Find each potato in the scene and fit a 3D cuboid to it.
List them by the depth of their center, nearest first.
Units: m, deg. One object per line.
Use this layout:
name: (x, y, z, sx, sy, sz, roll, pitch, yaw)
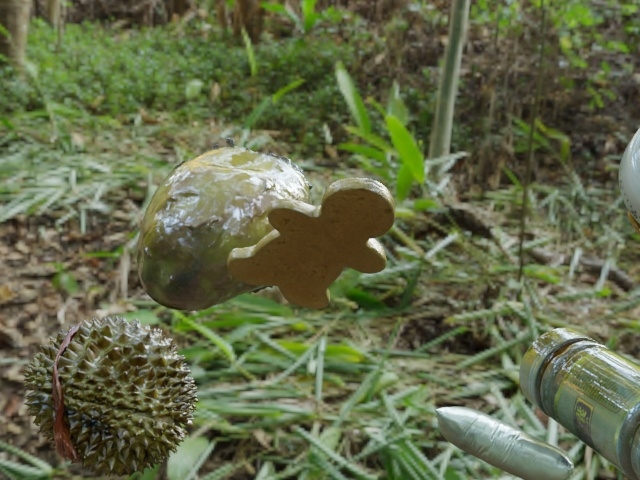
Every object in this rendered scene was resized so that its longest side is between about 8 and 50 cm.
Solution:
potato: (-0.171, -0.011, 1.493, 0.300, 0.289, 0.237, 24, 14, 1)

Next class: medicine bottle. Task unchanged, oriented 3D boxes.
medicine bottle: (0.460, 0.259, 1.415, 0.151, 0.151, 0.322, -2, 14, -18)

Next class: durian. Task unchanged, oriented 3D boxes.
durian: (-0.456, 0.333, 1.957, 0.384, 0.348, 0.347, 23, 14, -7)

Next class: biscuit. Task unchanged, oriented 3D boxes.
biscuit: (0.000, -0.001, 1.045, 0.158, 0.240, 0.035, 27, 46, -23)

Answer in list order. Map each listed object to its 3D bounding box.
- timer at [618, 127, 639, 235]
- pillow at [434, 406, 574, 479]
timer: (0.615, -0.112, 1.464, 0.233, 0.234, 0.240, 5, -18, 5)
pillow: (0.311, 0.351, 1.547, 0.254, 0.078, 0.144, 22, -10, 20)
